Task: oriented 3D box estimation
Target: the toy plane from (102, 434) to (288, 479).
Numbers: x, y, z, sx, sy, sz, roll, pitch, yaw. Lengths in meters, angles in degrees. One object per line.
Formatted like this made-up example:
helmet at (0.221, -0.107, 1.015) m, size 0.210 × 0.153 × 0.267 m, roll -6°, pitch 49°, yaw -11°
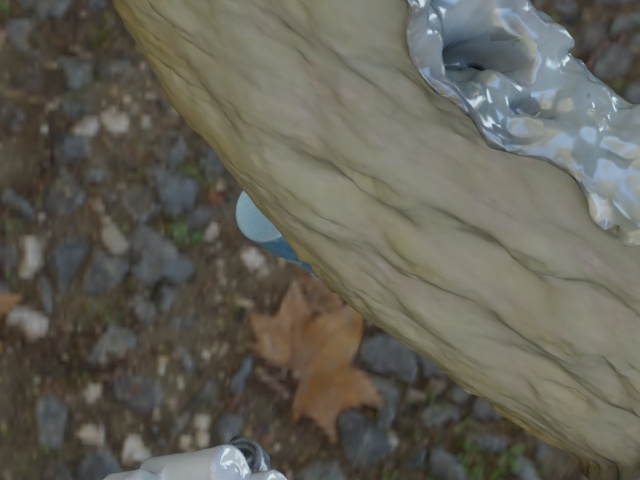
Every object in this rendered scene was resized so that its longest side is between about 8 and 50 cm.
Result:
toy plane at (-0.040, 0.205, 1.083) m, size 0.252 × 0.252 × 0.118 m, roll 16°, pitch 50°, yaw 1°

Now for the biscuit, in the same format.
biscuit at (0.035, -0.009, 0.426) m, size 0.188 × 0.265 × 0.040 m, roll 23°, pitch 69°, yaw 37°

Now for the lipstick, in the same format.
lipstick at (0.000, 0.000, 1.262) m, size 0.048 × 0.158 × 0.048 m, roll -8°, pitch 71°, yaw 24°
